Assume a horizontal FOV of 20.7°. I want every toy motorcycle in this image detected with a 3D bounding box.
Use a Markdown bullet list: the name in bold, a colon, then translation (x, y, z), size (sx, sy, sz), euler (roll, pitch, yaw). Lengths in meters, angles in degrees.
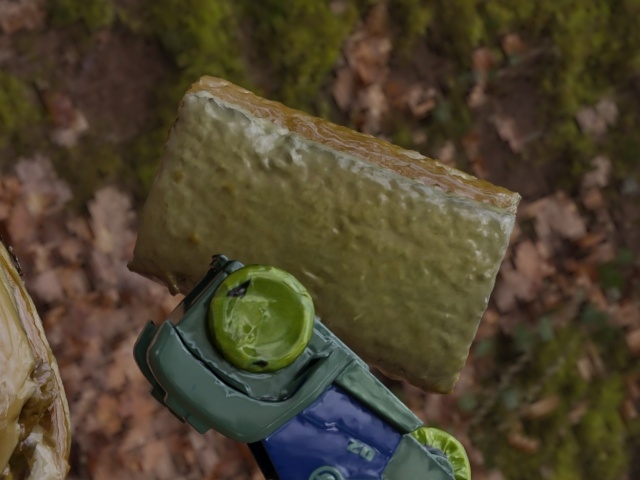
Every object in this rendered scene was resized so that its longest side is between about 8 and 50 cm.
- **toy motorcycle**: translation (-0.026, 0.174, 1.611), size (0.326, 0.200, 0.191), euler (45, -9, -6)

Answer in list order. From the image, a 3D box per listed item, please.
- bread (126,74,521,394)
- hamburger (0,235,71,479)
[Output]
- **bread**: translation (0.000, 0.000, 1.825), size (0.165, 0.375, 0.236), euler (-54, 165, -70)
- **hamburger**: translation (-0.325, 0.100, 1.116), size (0.284, 0.305, 0.174), euler (61, 2, 24)
